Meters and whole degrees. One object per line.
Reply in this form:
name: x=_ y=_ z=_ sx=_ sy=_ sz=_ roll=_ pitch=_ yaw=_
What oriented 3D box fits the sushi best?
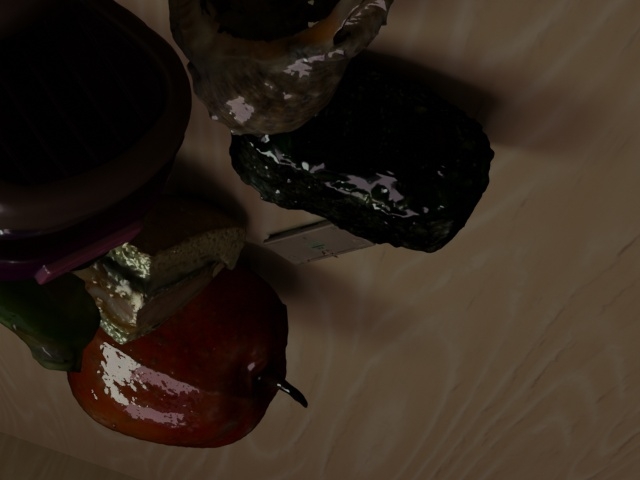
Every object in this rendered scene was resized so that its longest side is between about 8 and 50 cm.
sushi: x=0.034 y=-0.081 z=1.314 sx=0.225 sy=0.124 sz=0.127 roll=23 pitch=160 yaw=6

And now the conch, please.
conch: x=-0.032 y=-0.161 z=1.158 sx=0.155 sy=0.130 sz=0.207 roll=19 pitch=150 yaw=-39

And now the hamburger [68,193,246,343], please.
hamburger: x=-0.178 y=-0.004 z=1.695 sx=0.155 sy=0.208 sz=0.135 roll=44 pitch=136 yaw=20

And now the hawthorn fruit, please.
hawthorn fruit: x=-0.144 y=0.138 z=1.841 sx=0.300 sy=0.254 sz=0.254 roll=26 pitch=165 yaw=29

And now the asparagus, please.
asparagus: x=-0.317 y=0.025 z=1.432 sx=0.085 sy=0.082 sz=0.343 roll=-6 pitch=145 yaw=38

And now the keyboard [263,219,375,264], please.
keyboard: x=0.000 y=0.000 z=1.712 sx=0.055 sy=0.017 sz=0.166 roll=34 pitch=156 yaw=-23

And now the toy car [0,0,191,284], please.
toy car: x=-0.223 y=-0.152 z=1.099 sx=0.340 sy=0.271 sz=0.240 roll=60 pitch=152 yaw=1

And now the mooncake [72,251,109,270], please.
mooncake: x=-0.339 y=-0.106 z=1.488 sx=0.356 sy=0.194 sz=0.356 roll=17 pitch=161 yaw=6
